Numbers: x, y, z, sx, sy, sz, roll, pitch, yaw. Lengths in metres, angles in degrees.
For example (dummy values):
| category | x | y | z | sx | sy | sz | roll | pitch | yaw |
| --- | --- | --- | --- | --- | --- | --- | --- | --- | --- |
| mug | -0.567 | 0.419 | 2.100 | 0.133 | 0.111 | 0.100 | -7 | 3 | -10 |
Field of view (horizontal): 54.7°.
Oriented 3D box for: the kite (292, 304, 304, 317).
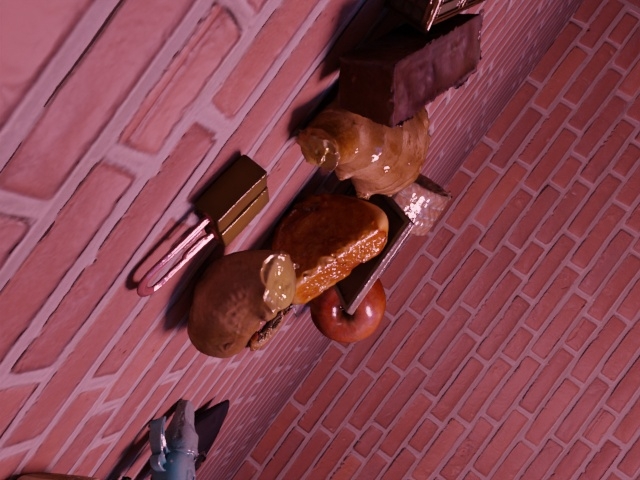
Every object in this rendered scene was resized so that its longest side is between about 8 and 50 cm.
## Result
| category | x | y | z | sx | sy | sz | roll | pitch | yaw |
| --- | --- | --- | --- | --- | --- | --- | --- | --- | --- |
| kite | 0.020 | 0.051 | 1.709 | 0.360 | 0.022 | 0.204 | -52 | 164 | -29 |

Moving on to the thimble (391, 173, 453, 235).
| category | x | y | z | sx | sy | sz | roll | pitch | yaw |
| --- | --- | --- | --- | --- | --- | --- | --- | --- | --- |
| thimble | 0.240 | -0.119 | 1.717 | 0.229 | 0.196 | 0.148 | 13 | 114 | -44 |

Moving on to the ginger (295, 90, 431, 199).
| category | x | y | z | sx | sy | sz | roll | pitch | yaw |
| --- | --- | --- | --- | --- | --- | --- | --- | --- | --- |
| ginger | 0.105 | -0.192 | 1.080 | 0.236 | 0.166 | 0.375 | -50 | 168 | 8 |

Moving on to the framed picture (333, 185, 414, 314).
| category | x | y | z | sx | sy | sz | roll | pitch | yaw |
| --- | --- | --- | --- | --- | --- | --- | --- | --- | --- |
| framed picture | 0.085 | -0.010 | 1.388 | 0.241 | 0.020 | 0.324 | -58 | -156 | 14 |

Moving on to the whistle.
| category | x | y | z | sx | sy | sz | roll | pitch | yaw |
| --- | --- | --- | --- | --- | --- | --- | --- | --- | --- |
| whistle | -0.308 | 0.477 | 1.325 | 0.186 | 0.093 | 0.274 | 69 | 17 | -50 |

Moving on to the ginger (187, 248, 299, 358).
| category | x | y | z | sx | sy | sz | roll | pitch | yaw |
| --- | --- | --- | --- | --- | --- | --- | --- | --- | --- |
| ginger | -0.143 | 0.105 | 1.025 | 0.267 | 0.152 | 0.138 | -41 | -155 | 39 |

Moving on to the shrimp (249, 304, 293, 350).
| category | x | y | z | sx | sy | sz | roll | pitch | yaw |
| --- | --- | --- | --- | --- | --- | --- | --- | --- | --- |
| shrimp | -0.136 | 0.221 | 1.627 | 0.178 | 0.034 | 0.124 | -56 | 161 | 21 |

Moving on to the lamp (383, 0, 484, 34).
| category | x | y | z | sx | sy | sz | roll | pitch | yaw |
| --- | --- | --- | --- | --- | --- | --- | --- | --- | --- |
| lamp | 0.238 | -0.430 | 0.993 | 0.325 | 0.089 | 0.090 | -35 | 158 | -38 |

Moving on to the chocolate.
| category | x | y | z | sx | sy | sz | roll | pitch | yaw |
| --- | --- | --- | --- | --- | --- | --- | --- | --- | --- |
| chocolate | 0.150 | -0.286 | 0.989 | 0.321 | 0.111 | 0.112 | -40 | 139 | -42 |

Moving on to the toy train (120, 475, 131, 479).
| category | x | y | z | sx | sy | sz | roll | pitch | yaw |
| --- | --- | --- | --- | --- | --- | --- | --- | --- | --- |
| toy train | -0.470 | 0.620 | 1.235 | 0.237 | 0.150 | 0.369 | -47 | 166 | -3 |

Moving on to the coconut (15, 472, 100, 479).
| category | x | y | z | sx | sy | sz | roll | pitch | yaw |
| --- | --- | --- | --- | --- | --- | --- | --- | --- | --- |
| coconut | -0.397 | 0.450 | 0.894 | 0.237 | 0.197 | 0.237 | -46 | 170 | -11 |

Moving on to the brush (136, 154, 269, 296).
| category | x | y | z | sx | sy | sz | roll | pitch | yaw |
| --- | --- | --- | --- | --- | --- | --- | --- | --- | --- |
| brush | -0.163 | -0.007 | 0.852 | 0.233 | 0.047 | 0.103 | -49 | 167 | -19 |

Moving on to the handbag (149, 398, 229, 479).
| category | x | y | z | sx | sy | sz | roll | pitch | yaw |
| --- | --- | --- | --- | --- | --- | --- | --- | --- | --- |
| handbag | -0.341 | 0.536 | 1.592 | 0.211 | 0.088 | 0.254 | -63 | 165 | 16 |

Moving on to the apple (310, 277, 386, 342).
| category | x | y | z | sx | sy | sz | roll | pitch | yaw |
| --- | --- | --- | --- | --- | --- | --- | --- | --- | --- |
| apple | 0.087 | 0.184 | 1.901 | 0.253 | 0.253 | 0.253 | -50 | 167 | -16 |

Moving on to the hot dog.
| category | x | y | z | sx | sy | sz | roll | pitch | yaw |
| --- | --- | --- | --- | --- | --- | --- | --- | --- | --- |
| hot dog | 0.000 | 0.000 | 1.217 | 0.256 | 0.153 | 0.150 | -34 | 152 | -11 |
